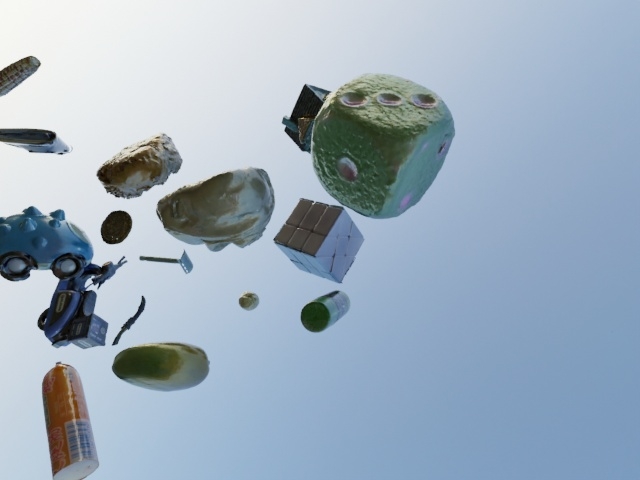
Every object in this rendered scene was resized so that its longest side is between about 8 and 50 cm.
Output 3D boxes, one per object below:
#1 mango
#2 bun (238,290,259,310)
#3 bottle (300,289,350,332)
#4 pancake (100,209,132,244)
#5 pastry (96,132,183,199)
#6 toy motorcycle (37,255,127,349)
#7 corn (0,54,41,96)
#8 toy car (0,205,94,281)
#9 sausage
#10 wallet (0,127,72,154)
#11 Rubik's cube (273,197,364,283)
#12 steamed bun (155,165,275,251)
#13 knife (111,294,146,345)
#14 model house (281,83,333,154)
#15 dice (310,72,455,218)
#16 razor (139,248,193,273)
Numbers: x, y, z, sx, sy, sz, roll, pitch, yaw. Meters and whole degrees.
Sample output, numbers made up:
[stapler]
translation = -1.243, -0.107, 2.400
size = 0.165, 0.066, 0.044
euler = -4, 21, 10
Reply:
[mango]
translation = -0.327, 0.261, 0.858
size = 0.130, 0.194, 0.092
euler = -55, -145, 44
[bun]
translation = -0.287, 0.240, 1.661
size = 0.055, 0.086, 0.086
euler = 109, -38, -56
[bottle]
translation = 0.022, 0.209, 1.251
size = 0.093, 0.330, 0.093
euler = -1, -92, 13
[pancake]
translation = -0.603, -0.039, 1.215
size = 0.114, 0.011, 0.115
euler = -5, -113, 12
[pastry]
translation = -0.621, -0.254, 1.452
size = 0.254, 0.162, 0.311
euler = -10, -149, 18
[toy motorcycle]
translation = -0.763, 0.179, 1.334
size = 0.212, 0.125, 0.359
euler = -13, -126, 5
[corn]
translation = -1.151, -0.617, 1.543
size = 0.236, 0.079, 0.080
euler = -23, -113, 15
[toy car]
translation = -0.770, 0.000, 1.144
size = 0.188, 0.255, 0.190
euler = 28, -72, 52
[sausage]
translation = -0.617, 0.417, 1.001
size = 0.093, 0.093, 0.312
euler = -52, -128, 15
[wallet]
translation = -0.876, -0.298, 1.261
size = 0.231, 0.169, 0.070
euler = -172, -96, -69
[Rubik's cube]
translation = 0.000, 0.000, 1.598
size = 0.224, 0.231, 0.221
euler = 16, -113, 39
[steamed bun]
translation = -0.282, -0.076, 1.196
size = 0.324, 0.310, 0.220
euler = -19, -83, 12
[knife]
translation = -0.720, 0.308, 1.560
size = 0.021, 0.046, 0.222
euler = -4, -136, 24
[model house]
translation = -0.024, -0.470, 1.608
size = 0.241, 0.226, 0.261
euler = 30, -51, -3
[dice]
translation = 0.183, -0.283, 1.230
size = 0.322, 0.330, 0.318
euler = 39, -34, 24
[razor]
translation = -0.679, 0.082, 1.793
size = 0.231, 0.106, 0.068
euler = 5, -129, 10
